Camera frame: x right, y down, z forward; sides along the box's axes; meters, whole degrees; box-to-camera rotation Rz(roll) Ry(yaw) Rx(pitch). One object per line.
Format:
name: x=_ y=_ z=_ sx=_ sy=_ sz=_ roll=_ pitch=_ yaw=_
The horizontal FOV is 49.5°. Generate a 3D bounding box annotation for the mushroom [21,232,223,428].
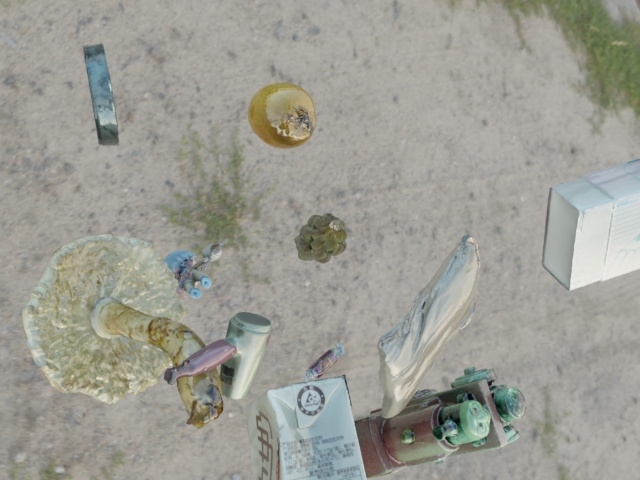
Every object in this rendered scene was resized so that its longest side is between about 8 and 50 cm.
mushroom: x=-0.223 y=0.114 z=0.932 sx=0.208 sy=0.301 sz=0.233 roll=40 pitch=60 yaw=-72

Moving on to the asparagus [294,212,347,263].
asparagus: x=0.000 y=0.000 z=1.117 sx=0.080 sy=0.287 sz=0.080 roll=1 pitch=80 yaw=-8

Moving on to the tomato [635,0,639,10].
tomato: x=0.467 y=-0.327 z=0.770 sx=0.188 sy=0.232 sz=0.232 roll=9 pitch=74 yaw=-13

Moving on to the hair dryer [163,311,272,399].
hair dryer: x=-0.125 y=0.142 z=0.812 sx=0.154 sy=0.054 sz=0.106 roll=1 pitch=111 yaw=-56

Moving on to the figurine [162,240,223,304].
figurine: x=-0.336 y=0.072 z=1.799 sx=0.103 sy=0.260 sz=0.205 roll=32 pitch=86 yaw=-25

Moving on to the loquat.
loquat: x=-0.077 y=-0.254 z=1.419 sx=0.141 sy=0.141 sz=0.141 roll=9 pitch=76 yaw=-40

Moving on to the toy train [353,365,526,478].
toy train: x=0.200 y=0.326 z=1.218 sx=0.221 sy=0.304 sz=0.150 roll=-5 pitch=71 yaw=-47

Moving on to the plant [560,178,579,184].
plant: x=0.555 y=-0.045 z=1.395 sx=0.129 sy=0.132 sz=0.194 roll=-16 pitch=66 yaw=-12

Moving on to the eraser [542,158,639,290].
eraser: x=0.321 y=-0.031 z=0.652 sx=0.225 sy=0.052 sz=0.095 roll=-16 pitch=127 yaw=-12

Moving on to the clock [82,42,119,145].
clock: x=-0.485 y=-0.319 z=1.534 sx=0.049 sy=0.226 sz=0.226 roll=-10 pitch=88 yaw=-16

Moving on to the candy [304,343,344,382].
candy: x=0.006 y=0.325 z=1.808 sx=0.175 sy=0.043 sz=0.045 roll=-36 pitch=105 yaw=-41

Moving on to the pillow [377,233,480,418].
pillow: x=0.168 y=0.134 z=1.081 sx=0.270 sy=0.067 sz=0.173 roll=-46 pitch=143 yaw=-26

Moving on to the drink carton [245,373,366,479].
drink carton: x=-0.015 y=0.380 z=1.024 sx=0.132 sy=0.194 sz=0.324 roll=-5 pitch=73 yaw=-19
